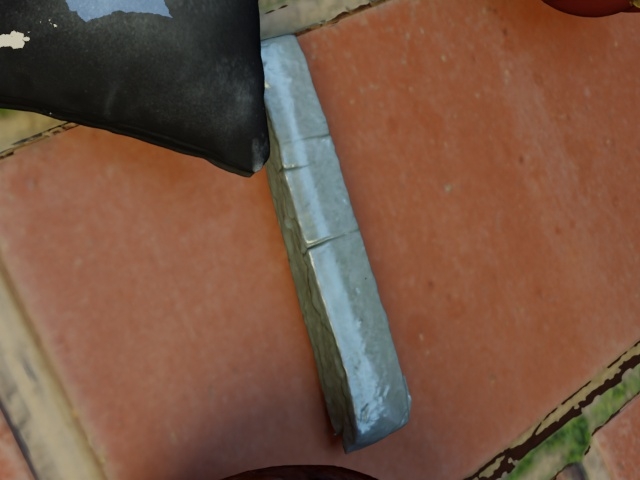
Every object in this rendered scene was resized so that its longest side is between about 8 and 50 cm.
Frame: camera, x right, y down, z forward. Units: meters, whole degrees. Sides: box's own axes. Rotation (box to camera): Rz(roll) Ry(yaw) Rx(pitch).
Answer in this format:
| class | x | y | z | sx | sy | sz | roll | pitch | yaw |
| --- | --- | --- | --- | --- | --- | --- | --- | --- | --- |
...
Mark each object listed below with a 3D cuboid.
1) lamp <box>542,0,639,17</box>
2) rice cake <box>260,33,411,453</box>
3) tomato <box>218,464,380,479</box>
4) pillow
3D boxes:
| class | x | y | z | sx | sy | sz | roll | pitch | yaw |
| --- | --- | --- | --- | --- | --- | --- | --- | --- | --- |
| lamp | 0.199 | -0.264 | 0.783 | 0.227 | 0.227 | 0.227 | 8 | 76 | -34 |
| rice cake | 0.000 | 0.000 | 0.681 | 0.045 | 0.042 | 0.245 | -15 | 88 | -25 |
| tomato | -0.001 | 0.200 | 0.536 | 0.208 | 0.208 | 0.184 | 22 | 88 | -30 |
| pillow | -0.103 | -0.168 | 0.605 | 0.186 | 0.106 | 0.250 | 11 | 72 | -25 |
